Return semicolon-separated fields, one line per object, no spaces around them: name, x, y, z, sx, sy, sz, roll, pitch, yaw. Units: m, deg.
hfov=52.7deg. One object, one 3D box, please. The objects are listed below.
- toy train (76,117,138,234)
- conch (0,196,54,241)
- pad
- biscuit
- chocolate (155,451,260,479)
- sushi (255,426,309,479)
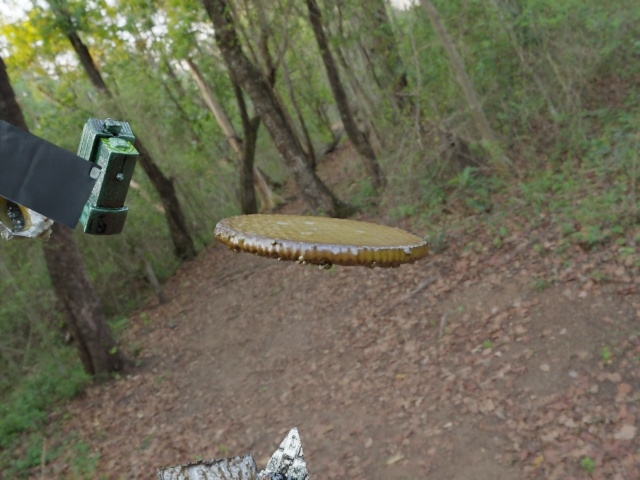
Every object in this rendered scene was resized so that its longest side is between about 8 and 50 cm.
toy train;-0.591;-0.166;1.778;0.139;0.330;0.178;-1;35;-43
conch;-0.918;-0.084;1.953;0.163;0.245;0.178;-30;22;1
pad;-0.462;-0.108;1.047;0.004;0.193;0.116;-85;19;-86
biscuit;0.000;0.000;0.912;0.306;0.038;0.305;5;9;-1
chocolate;-0.280;0.608;1.642;0.065;0.102;0.329;-44;-33;22
sushi;-0.103;0.464;1.104;0.231;0.047;0.219;-56;24;16
